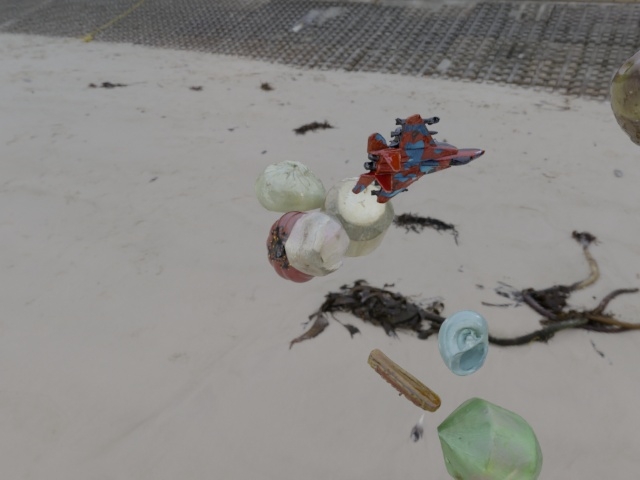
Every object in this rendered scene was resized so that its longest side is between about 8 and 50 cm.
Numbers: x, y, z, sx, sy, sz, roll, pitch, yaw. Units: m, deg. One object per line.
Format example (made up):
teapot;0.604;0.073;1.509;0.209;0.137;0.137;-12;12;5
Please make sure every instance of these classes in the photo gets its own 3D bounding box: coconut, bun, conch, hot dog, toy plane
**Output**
coconut;0.518;0.658;1.533;0.329;0.281;0.328;20;-12;4
bun;-0.087;-0.166;1.449;0.230;0.145;0.229;2;13;0
coconut;0.094;-0.059;1.341;0.202;0.222;0.201;3;68;-8
conch;0.478;0.341;1.607;0.185;0.121;0.221;34;74;4
coconut;0.000;0.000;0.871;0.110;0.110;0.124;15;68;24
hot dog;0.277;0.472;1.622;0.286;0.061;0.088;40;43;26
toy plane;0.127;-0.104;0.593;0.189;0.130;0.061;-17;51;-31

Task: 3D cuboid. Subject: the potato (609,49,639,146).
potato;0.660;-0.249;0.806;0.289;0.237;0.300;-17;56;35

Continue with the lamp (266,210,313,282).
lamp;-0.062;0.016;1.189;0.140;0.181;0.182;2;21;-44
